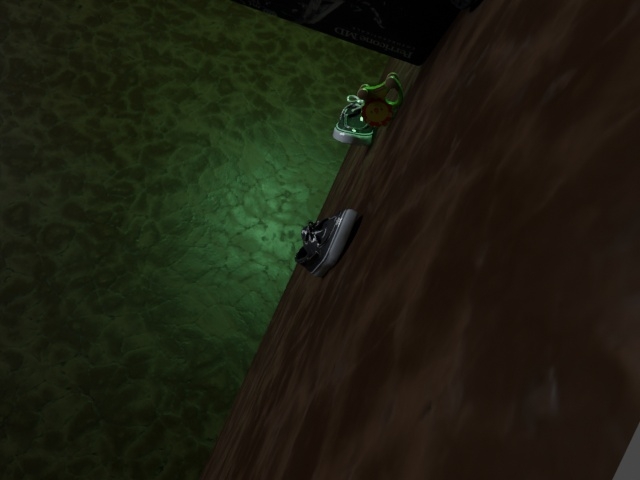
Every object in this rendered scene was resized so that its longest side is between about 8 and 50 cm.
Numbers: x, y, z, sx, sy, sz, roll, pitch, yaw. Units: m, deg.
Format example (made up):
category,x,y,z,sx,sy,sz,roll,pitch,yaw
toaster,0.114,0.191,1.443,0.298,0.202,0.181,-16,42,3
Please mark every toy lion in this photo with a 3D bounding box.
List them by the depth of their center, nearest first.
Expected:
category,x,y,z,sx,sy,sz,roll,pitch,yaw
toy lion,0.127,-0.286,0.944,0.100,0.096,0.034,-15,32,28

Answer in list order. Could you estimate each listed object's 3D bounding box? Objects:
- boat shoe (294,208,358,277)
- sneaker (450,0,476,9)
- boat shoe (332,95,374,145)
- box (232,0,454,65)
category,x,y,z,sx,sy,sz,roll,pitch,yaw
boat shoe,0.000,0.000,0.795,0.228,0.076,0.080,123,171,-68
sneaker,0.200,-0.351,0.519,0.097,0.084,0.235,-39,7,5
boat shoe,0.115,-0.350,1.280,0.306,0.113,0.105,-53,-22,-58
box,0.037,-0.576,0.677,0.472,0.480,0.297,119,170,-82
